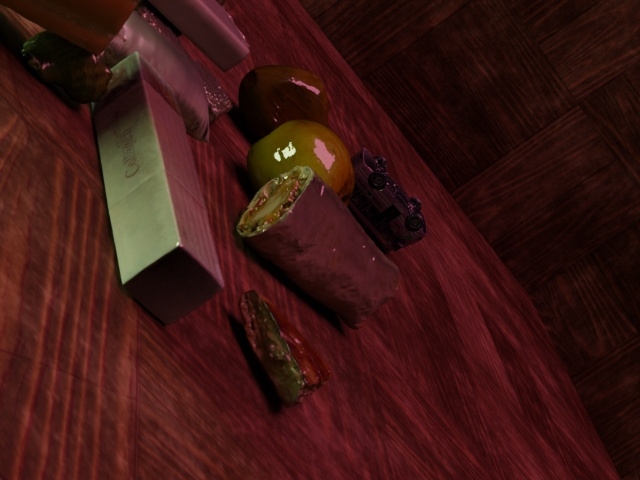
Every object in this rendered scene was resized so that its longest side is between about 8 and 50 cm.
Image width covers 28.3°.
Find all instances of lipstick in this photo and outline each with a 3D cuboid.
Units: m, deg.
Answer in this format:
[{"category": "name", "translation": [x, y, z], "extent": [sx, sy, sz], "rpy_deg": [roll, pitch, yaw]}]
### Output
[{"category": "lipstick", "translation": [-0.177, -0.066, 1.331], "extent": [0.080, 0.076, 0.371], "rpy_deg": [48, 13, -37]}]

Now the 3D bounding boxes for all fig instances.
[{"category": "fig", "translation": [-0.063, -0.220, 2.062], "extent": [0.166, 0.144, 0.154], "rpy_deg": [23, 19, -52]}]

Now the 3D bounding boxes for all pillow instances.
[{"category": "pillow", "translation": [-0.227, -0.237, 1.605], "extent": [0.254, 0.078, 0.144], "rpy_deg": [40, 19, -48]}]

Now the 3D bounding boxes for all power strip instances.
[{"category": "power strip", "translation": [-0.209, -0.357, 1.833], "extent": [0.338, 0.058, 0.098], "rpy_deg": [41, 17, -54]}]

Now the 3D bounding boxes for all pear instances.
[{"category": "pear", "translation": [-0.025, -0.098, 1.844], "extent": [0.162, 0.149, 0.149], "rpy_deg": [48, 11, 6]}]

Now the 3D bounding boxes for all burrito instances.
[{"category": "burrito", "translation": [-0.001, 0.004, 1.730], "extent": [0.299, 0.105, 0.143], "rpy_deg": [44, 47, -46]}]

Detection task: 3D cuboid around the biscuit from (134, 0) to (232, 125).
[{"category": "biscuit", "translation": [-0.217, -0.275, 1.834], "extent": [0.250, 0.046, 0.147], "rpy_deg": [54, 12, -4]}]

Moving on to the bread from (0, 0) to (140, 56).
[{"category": "bread", "translation": [-0.265, -0.348, 1.261], "extent": [0.246, 0.239, 0.111], "rpy_deg": [26, 26, -30]}]

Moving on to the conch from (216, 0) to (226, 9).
[{"category": "conch", "translation": [-0.220, -0.453, 2.197], "extent": [0.173, 0.106, 0.116], "rpy_deg": [29, 43, -25]}]

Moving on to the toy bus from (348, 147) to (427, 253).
[{"category": "toy bus", "translation": [0.116, -0.072, 2.444], "extent": [0.199, 0.108, 0.096], "rpy_deg": [49, 17, -18]}]

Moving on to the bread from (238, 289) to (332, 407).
[{"category": "bread", "translation": [-0.048, 0.115, 1.397], "extent": [0.136, 0.054, 0.154], "rpy_deg": [57, 6, 3]}]

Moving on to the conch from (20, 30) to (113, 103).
[{"category": "conch", "translation": [-0.273, -0.191, 1.371], "extent": [0.121, 0.074, 0.089], "rpy_deg": [4, 31, -48]}]
